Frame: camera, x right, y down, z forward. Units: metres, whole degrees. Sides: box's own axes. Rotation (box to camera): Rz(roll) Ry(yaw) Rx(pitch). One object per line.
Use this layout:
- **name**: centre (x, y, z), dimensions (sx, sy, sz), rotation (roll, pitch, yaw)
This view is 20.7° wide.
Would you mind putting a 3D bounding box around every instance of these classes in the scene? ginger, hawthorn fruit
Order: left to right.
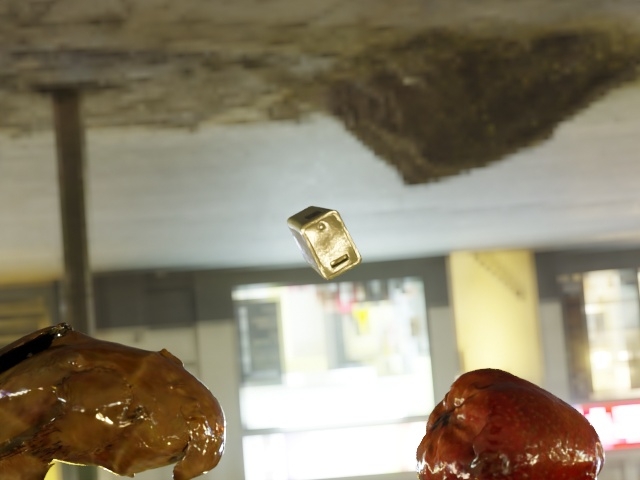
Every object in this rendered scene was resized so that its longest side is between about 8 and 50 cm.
- **ginger**: centre (-0.213, 0.142, 1.090), dimensions (0.309, 0.133, 0.107), rotation (-24, 151, 3)
- **hawthorn fruit**: centre (0.181, 0.215, 1.709), dimensions (0.173, 0.173, 0.179), rotation (-9, 146, 36)

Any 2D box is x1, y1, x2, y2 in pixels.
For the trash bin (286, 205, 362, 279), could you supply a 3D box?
- **trash bin**: centre (0.000, 0.000, 1.743), dimensions (0.043, 0.061, 0.092), rotation (-29, -169, -9)
